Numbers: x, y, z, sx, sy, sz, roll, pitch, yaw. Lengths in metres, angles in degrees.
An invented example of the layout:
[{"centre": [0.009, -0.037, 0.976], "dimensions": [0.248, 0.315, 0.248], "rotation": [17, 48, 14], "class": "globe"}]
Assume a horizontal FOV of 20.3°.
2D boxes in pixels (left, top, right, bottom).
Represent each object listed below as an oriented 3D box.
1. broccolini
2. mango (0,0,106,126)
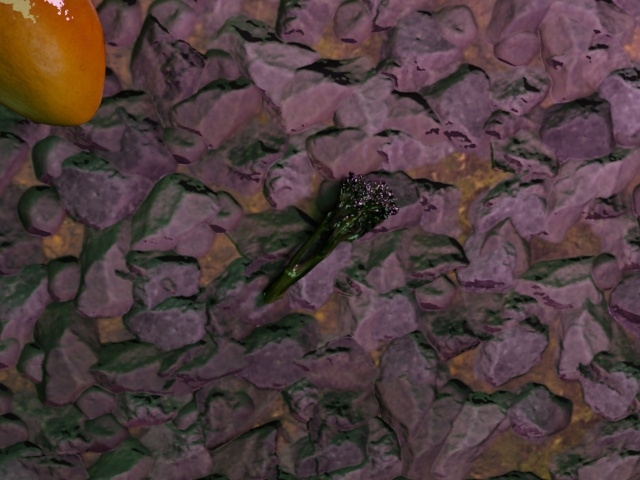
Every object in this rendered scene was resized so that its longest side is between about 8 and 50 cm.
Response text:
[{"centre": [0.002, -0.003, 2.080], "dimensions": [0.201, 0.058, 0.074], "rotation": [-40, 101, 22], "class": "broccolini"}, {"centre": [-0.318, -0.226, 1.857], "dimensions": [0.257, 0.138, 0.187], "rotation": [41, 111, -18], "class": "mango"}]
